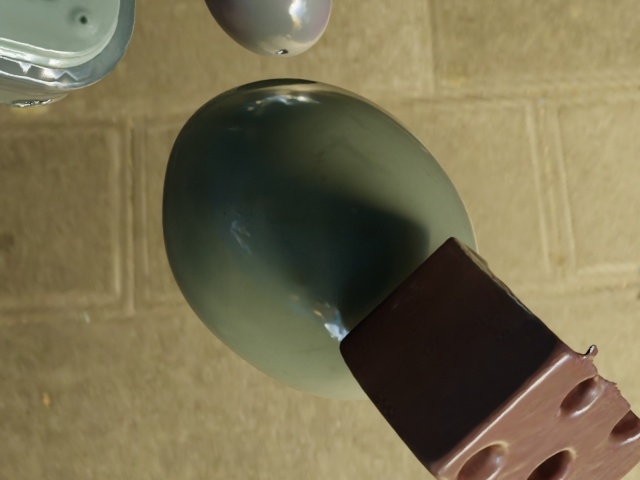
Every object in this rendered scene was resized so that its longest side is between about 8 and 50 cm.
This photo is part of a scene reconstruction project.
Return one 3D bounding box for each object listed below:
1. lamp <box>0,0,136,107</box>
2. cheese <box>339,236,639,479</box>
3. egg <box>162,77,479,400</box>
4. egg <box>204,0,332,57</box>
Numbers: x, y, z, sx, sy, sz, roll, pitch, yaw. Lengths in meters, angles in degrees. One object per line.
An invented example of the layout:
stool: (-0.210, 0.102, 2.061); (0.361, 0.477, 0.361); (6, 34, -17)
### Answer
lamp: (-0.172, -0.191, 0.470); (0.269, 0.047, 0.266); (11, 73, -32)
cheese: (0.106, 0.084, 1.078); (0.128, 0.203, 0.177); (-44, 55, 4)
egg: (0.000, 0.000, 1.228); (0.219, 0.219, 0.269); (-39, 88, -14)
egg: (-0.047, -0.215, 1.353); (0.103, 0.103, 0.135); (-42, 113, -15)
